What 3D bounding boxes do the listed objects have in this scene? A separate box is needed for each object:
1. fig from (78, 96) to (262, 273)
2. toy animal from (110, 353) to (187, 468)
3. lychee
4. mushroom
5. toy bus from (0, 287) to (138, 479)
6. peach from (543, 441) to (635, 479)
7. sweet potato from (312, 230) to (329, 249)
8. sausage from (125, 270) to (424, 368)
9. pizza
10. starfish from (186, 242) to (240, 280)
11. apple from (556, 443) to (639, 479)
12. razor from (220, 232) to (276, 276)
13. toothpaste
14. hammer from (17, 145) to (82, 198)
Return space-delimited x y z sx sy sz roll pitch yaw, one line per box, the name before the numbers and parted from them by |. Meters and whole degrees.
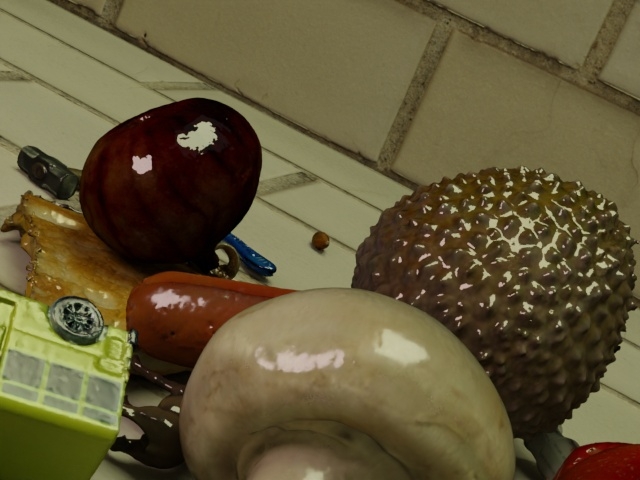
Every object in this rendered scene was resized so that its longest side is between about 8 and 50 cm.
fig | -0.178 -0.068 1.343 0.214 0.235 0.235 66 23 7
toy animal | -0.121 0.185 1.094 0.186 0.093 0.214 19 12 12
lychee | 0.222 0.077 1.473 0.380 0.432 0.380 50 -5 6
mushroom | 0.012 0.200 0.925 0.298 0.297 0.290 26 43 1
toy bus | -0.298 0.110 0.898 0.262 0.128 0.150 21 40 -20
peach | 0.373 0.323 1.193 0.267 0.159 0.154 37 -26 28
sweet potato | 0.000 0.000 2.090 0.034 0.034 0.095 23 3 -10
sausage | -0.038 0.096 1.099 0.331 0.102 0.102 8 13 3
pizza | -0.194 0.081 1.353 0.392 0.080 0.435 19 16 -24
starfish | -0.213 0.007 1.563 0.190 0.074 0.146 18 -5 38
apple | 0.306 0.315 0.987 0.261 0.216 0.260 8 51 -10
razor | -0.177 -0.026 1.840 0.093 0.056 0.324 0 35 -46
toothpaste | 0.352 0.344 1.380 0.100 0.066 0.323 14 22 -23
hammer | -0.342 -0.095 1.837 0.111 0.043 0.365 32 13 30
